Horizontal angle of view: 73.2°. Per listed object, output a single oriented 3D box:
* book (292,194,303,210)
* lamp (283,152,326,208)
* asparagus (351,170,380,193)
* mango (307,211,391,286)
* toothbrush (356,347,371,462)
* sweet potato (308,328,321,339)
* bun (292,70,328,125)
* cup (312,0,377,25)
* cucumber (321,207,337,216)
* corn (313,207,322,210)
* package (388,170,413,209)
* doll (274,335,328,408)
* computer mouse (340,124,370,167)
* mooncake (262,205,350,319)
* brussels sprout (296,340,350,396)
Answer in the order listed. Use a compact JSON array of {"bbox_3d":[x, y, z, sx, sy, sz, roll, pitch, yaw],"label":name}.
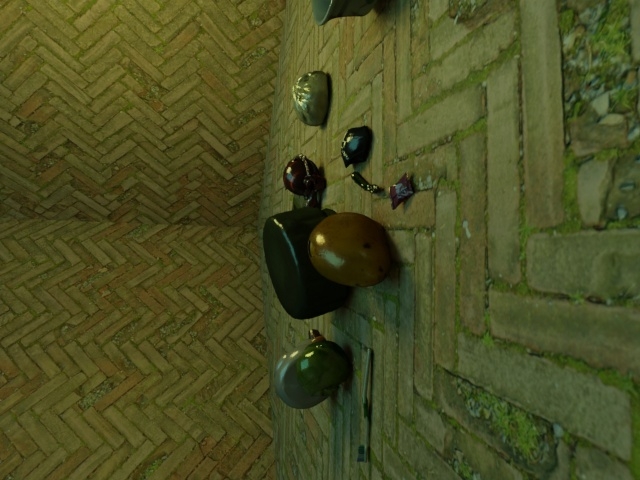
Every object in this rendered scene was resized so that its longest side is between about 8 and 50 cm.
[{"bbox_3d":[-0.092,-0.178,2.036,0.239,0.035,0.353,-121,36,-61],"label":"book"},{"bbox_3d":[-0.075,-0.231,1.743,0.223,0.150,0.215,-107,20,-47],"label":"lamp"},{"bbox_3d":[0.122,-0.160,1.202,0.236,0.027,0.034,-122,26,-66],"label":"asparagus"},{"bbox_3d":[0.070,0.027,1.086,0.290,0.190,0.160,-131,37,-62],"label":"mango"},{"bbox_3d":[0.122,0.436,1.142,0.030,0.030,0.305,-174,89,-76],"label":"toothbrush"},{"bbox_3d":[-0.012,0.393,1.629,0.049,0.049,0.117,108,149,-47],"label":"sweet potato"},{"bbox_3d":[-0.046,-0.568,1.712,0.231,0.133,0.232,-176,90,-77],"label":"bun"},{"bbox_3d":[0.093,-0.737,1.118,0.347,0.162,0.348,-177,90,-76],"label":"cup"},{"bbox_3d":[0.000,-0.002,1.573,0.300,0.071,0.072,111,156,-52],"label":"cucumber"},{"bbox_3d":[-0.027,-0.031,1.696,0.068,0.068,0.208,-115,32,-60],"label":"corn"},{"bbox_3d":[0.180,-0.113,0.969,0.083,0.029,0.059,133,134,-56],"label":"package"},{"bbox_3d":[-0.052,0.448,1.499,0.251,0.221,0.221,-62,14,-3],"label":"doll"},{"bbox_3d":[0.091,-0.276,1.271,0.192,0.062,0.106,161,110,-73],"label":"computer mouse"},{"bbox_3d":[-0.046,0.071,1.402,0.356,0.194,0.357,49,147,47],"label":"mooncake"},{"bbox_3d":[-0.002,0.388,1.326,0.183,0.145,0.131,-33,18,21],"label":"brussels sprout"}]
